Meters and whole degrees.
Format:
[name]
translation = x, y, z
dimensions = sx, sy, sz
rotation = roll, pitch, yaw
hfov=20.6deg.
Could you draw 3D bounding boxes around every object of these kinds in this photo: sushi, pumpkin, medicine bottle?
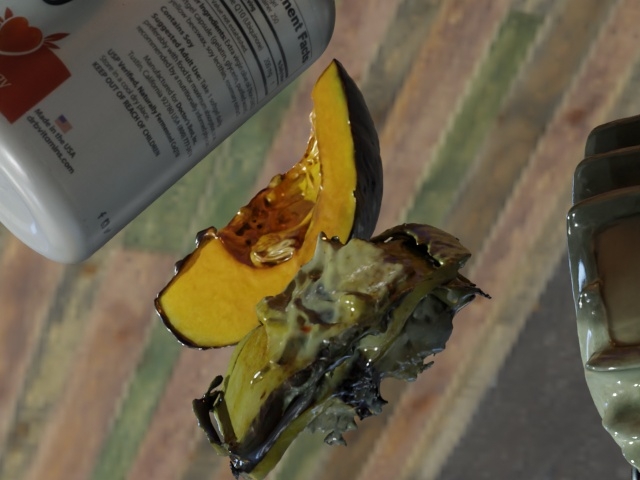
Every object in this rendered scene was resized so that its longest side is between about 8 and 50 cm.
[sushi]
translation = 0.013, 0.091, 1.606
dimensions = 0.291, 0.131, 0.139
rotation = -44, 37, 3
[pumpkin]
translation = 0.000, 0.000, 1.734
dimensions = 0.169, 0.148, 0.312
rotation = 36, 92, 38
[medicine bottle]
translation = -0.098, -0.130, 1.083
dimensions = 0.289, 0.157, 0.157
rotation = -43, 18, -16

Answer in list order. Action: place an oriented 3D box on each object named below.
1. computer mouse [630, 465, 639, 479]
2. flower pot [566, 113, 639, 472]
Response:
[computer mouse]
translation = 0.437, 0.302, 2.179
dimensions = 0.096, 0.233, 0.137
rotation = -3, 105, 40
[flower pot]
translation = 0.339, 0.054, 1.746
dimensions = 0.165, 0.254, 0.367
rotation = -14, 64, 17
